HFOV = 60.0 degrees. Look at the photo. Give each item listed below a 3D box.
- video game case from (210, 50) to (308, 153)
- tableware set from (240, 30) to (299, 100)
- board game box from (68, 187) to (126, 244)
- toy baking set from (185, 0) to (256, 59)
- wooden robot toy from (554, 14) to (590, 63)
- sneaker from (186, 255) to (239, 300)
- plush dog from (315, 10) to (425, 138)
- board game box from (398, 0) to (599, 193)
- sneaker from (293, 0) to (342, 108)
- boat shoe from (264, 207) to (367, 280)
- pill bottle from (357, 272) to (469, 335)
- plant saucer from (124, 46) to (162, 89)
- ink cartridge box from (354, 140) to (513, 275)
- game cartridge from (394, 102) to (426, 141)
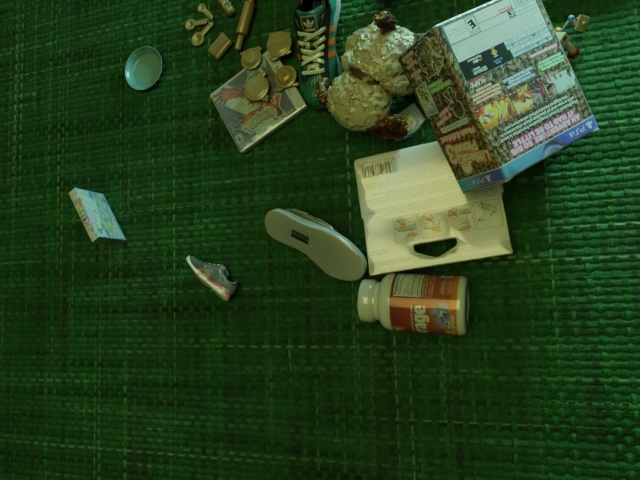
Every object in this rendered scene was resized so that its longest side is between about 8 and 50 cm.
[{"bbox_3d":[-0.154,-0.342,1.358,0.201,0.023,0.183,-33,75,15],"label":"video game case"},{"bbox_3d":[-0.125,-0.417,1.332,0.141,0.020,0.168,-13,79,17],"label":"tableware set"},{"bbox_3d":[-0.581,-0.061,1.448,0.026,0.103,0.154,-35,74,14],"label":"board game box"},{"bbox_3d":[-0.252,-0.593,1.412,0.197,0.030,0.256,21,93,21],"label":"toy baking set"},{"bbox_3d":[0.464,-0.386,1.126,0.173,0.076,0.079,-56,36,8],"label":"wooden robot toy"},{"bbox_3d":[-0.261,0.081,1.354,0.158,0.061,0.065,39,72,18],"label":"sneaker"},{"bbox_3d":[0.111,-0.334,1.161,0.262,0.210,0.225,31,97,19],"label":"plush dog"},{"bbox_3d":[0.324,-0.272,1.021,0.232,0.141,0.291,-28,95,-17],"label":"board game box"},{"bbox_3d":[-0.016,-0.460,1.265,0.108,0.121,0.302,-1,85,20],"label":"sneaker"},{"bbox_3d":[0.000,0.000,1.239,0.267,0.088,0.096,25,118,26],"label":"boat shoe"},{"bbox_3d":[0.192,0.129,1.139,0.216,0.121,0.121,1,86,21],"label":"pill bottle"},{"bbox_3d":[-0.469,-0.458,1.484,0.119,0.021,0.119,-2,84,20],"label":"plant saucer"},{"bbox_3d":[0.232,-0.072,1.164,0.296,0.066,0.261,-10,78,19],"label":"ink cartridge box"},{"bbox_3d":[0.190,-0.259,1.229,0.083,0.017,0.056,-36,78,14],"label":"game cartridge"}]
